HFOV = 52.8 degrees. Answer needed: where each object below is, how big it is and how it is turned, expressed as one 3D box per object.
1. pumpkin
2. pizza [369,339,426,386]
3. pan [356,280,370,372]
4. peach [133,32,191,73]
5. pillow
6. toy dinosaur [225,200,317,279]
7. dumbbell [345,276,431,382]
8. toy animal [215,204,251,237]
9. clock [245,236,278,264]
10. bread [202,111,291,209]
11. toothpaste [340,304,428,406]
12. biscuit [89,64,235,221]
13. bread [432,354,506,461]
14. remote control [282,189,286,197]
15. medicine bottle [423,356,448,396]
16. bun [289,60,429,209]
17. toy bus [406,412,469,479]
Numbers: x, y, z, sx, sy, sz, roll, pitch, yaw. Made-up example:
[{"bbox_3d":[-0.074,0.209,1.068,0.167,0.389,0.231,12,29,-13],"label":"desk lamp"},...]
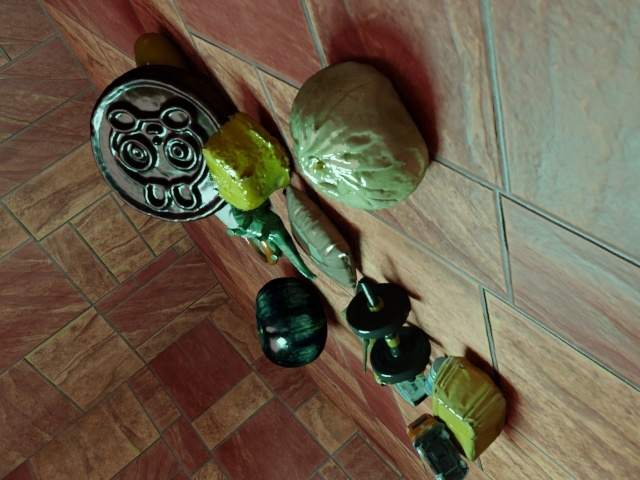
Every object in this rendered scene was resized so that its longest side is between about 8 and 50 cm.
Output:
[{"bbox_3d":[-0.087,0.263,2.081,0.315,0.238,0.316,165,90,-77],"label":"pumpkin"},{"bbox_3d":[0.189,0.288,1.563,0.161,0.182,0.062,34,124,-2],"label":"pizza"},{"bbox_3d":[0.117,0.198,1.546,0.128,0.048,0.202,-107,15,-69],"label":"pan"},{"bbox_3d":[-0.394,-0.431,1.605,0.179,0.103,0.179,44,165,15],"label":"peach"},{"bbox_3d":[0.000,0.000,1.490,0.236,0.084,0.223,45,165,26],"label":"pillow"},{"bbox_3d":[-0.131,-0.009,1.527,0.292,0.120,0.079,53,153,23],"label":"toy dinosaur"},{"bbox_3d":[0.151,0.202,1.409,0.143,0.143,0.326,31,154,53],"label":"dumbbell"},{"bbox_3d":[-0.263,-0.137,1.798,0.257,0.194,0.357,13,153,52],"label":"toy animal"},{"bbox_3d":[-0.205,-0.006,2.133,0.205,0.051,0.205,48,164,19],"label":"clock"},{"bbox_3d":[-0.151,-0.157,1.437,0.147,0.160,0.261,42,161,16],"label":"bread"},{"bbox_3d":[0.176,0.295,1.706,0.313,0.071,0.089,54,169,-11],"label":"toothpaste"},{"bbox_3d":[-0.379,-0.221,1.581,0.408,0.407,0.091,58,-154,-22],"label":"biscuit"},{"bbox_3d":[0.307,0.355,1.359,0.152,0.119,0.288,39,162,30],"label":"bread"},{"bbox_3d":[-0.069,-0.089,1.618,0.034,0.016,0.091,18,145,56],"label":"remote control"},{"bbox_3d":[0.274,0.320,1.504,0.051,0.051,0.191,45,163,21],"label":"medicine bottle"},{"bbox_3d":[0.036,-0.145,0.939,0.244,0.153,0.244,49,163,22],"label":"bun"},{"bbox_3d":[0.253,0.454,1.397,0.174,0.079,0.077,57,174,-27],"label":"toy bus"}]
